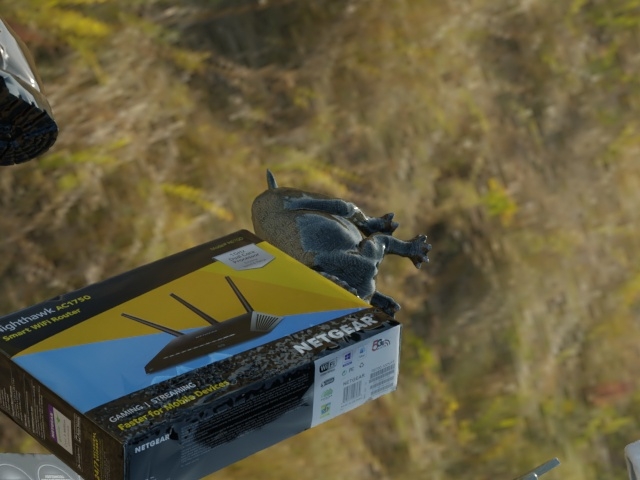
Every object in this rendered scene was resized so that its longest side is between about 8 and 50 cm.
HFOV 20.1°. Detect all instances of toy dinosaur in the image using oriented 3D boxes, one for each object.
[{"bbox_3d":[0.000,0.000,1.770,0.160,0.121,0.313,12,38,-37],"label":"toy dinosaur"}]

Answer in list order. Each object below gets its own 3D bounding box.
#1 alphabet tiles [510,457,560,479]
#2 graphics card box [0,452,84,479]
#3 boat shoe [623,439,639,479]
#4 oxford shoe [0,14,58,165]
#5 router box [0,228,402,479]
[{"bbox_3d":[0.097,0.336,1.961,0.343,0.285,0.011,-28,81,-22],"label":"alphabet tiles"},{"bbox_3d":[-0.173,0.319,1.268,0.233,0.094,0.371,12,39,-54],"label":"graphics card box"},{"bbox_3d":[0.184,0.195,0.902,0.083,0.076,0.226,-108,-167,-78],"label":"boat shoe"},{"bbox_3d":[-0.256,-0.137,1.152,0.227,0.083,0.096,48,22,-55],"label":"oxford shoe"},{"bbox_3d":[-0.068,0.061,0.928,0.179,0.133,0.046,-21,126,-37],"label":"router box"}]
